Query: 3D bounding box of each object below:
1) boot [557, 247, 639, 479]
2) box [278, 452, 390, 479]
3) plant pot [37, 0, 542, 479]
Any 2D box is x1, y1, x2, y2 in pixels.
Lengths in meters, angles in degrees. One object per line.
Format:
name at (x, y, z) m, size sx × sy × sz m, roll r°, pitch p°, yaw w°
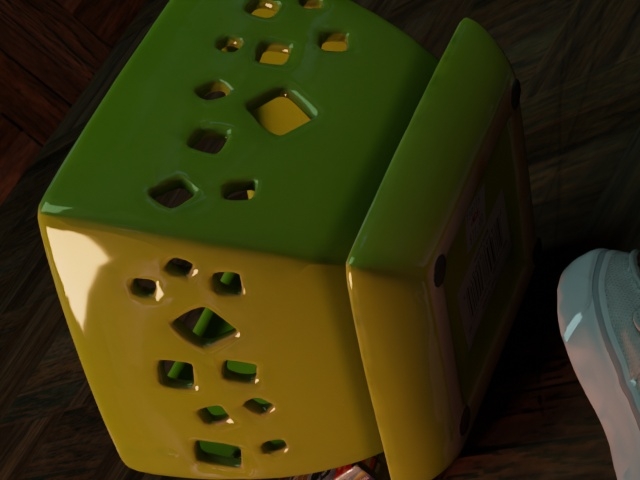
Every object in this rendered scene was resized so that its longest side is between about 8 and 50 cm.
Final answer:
boot at (0.182, 0.058, 0.826) m, size 0.123 × 0.095 × 0.258 m, roll -39°, pitch 28°, yaw 18°
box at (0.018, 0.115, 1.215) m, size 0.094 × 0.027 × 0.137 m, roll -39°, pitch 20°, yaw 39°
plant pot at (0.000, 0.000, 1.121) m, size 0.207 × 0.227 × 0.228 m, roll 9°, pitch 49°, yaw 21°
